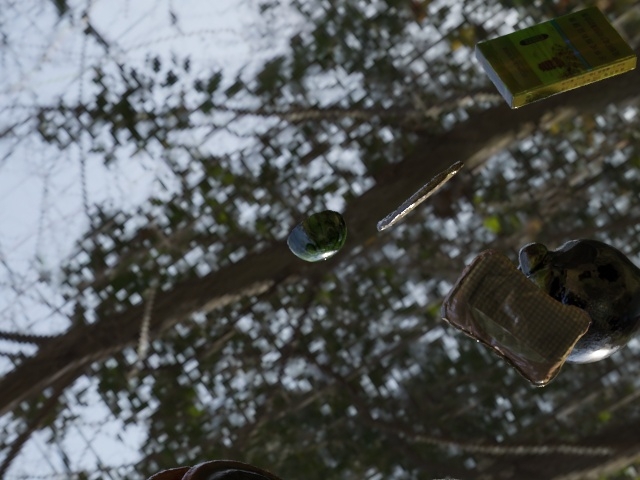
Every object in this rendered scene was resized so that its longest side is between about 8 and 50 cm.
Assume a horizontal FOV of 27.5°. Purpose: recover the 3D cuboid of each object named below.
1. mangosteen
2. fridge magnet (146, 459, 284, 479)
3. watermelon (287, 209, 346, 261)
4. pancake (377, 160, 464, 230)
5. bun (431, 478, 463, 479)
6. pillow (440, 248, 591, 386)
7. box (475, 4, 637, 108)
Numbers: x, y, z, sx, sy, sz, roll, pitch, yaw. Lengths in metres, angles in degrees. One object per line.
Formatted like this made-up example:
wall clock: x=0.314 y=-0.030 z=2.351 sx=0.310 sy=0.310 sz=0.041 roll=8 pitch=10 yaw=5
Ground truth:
mangosteen: x=0.414 y=0.093 z=2.152 sx=0.243 sy=0.243 sz=0.243 roll=45 pitch=-158 yaw=-24
fridge magnet: x=-0.110 y=0.458 z=1.922 sx=0.363 sy=0.155 sz=0.363 roll=28 pitch=-159 yaw=-12
watermelon: x=0.000 y=0.000 z=2.195 sx=0.105 sy=0.105 sz=0.062 roll=19 pitch=-141 yaw=-58
pancake: x=0.181 y=-0.081 z=2.373 sx=0.021 sy=0.199 sz=0.199 roll=51 pitch=-160 yaw=1
bun: x=0.174 y=0.440 z=1.790 sx=0.220 sy=0.220 sz=0.134 roll=42 pitch=-179 yaw=-31
pillow: x=0.285 y=0.113 z=1.928 sx=0.211 sy=0.135 sz=0.034 roll=34 pitch=-176 yaw=-10
box: x=0.330 y=-0.260 z=1.846 sx=0.030 sy=0.193 sz=0.121 roll=81 pitch=166 yaw=-49
